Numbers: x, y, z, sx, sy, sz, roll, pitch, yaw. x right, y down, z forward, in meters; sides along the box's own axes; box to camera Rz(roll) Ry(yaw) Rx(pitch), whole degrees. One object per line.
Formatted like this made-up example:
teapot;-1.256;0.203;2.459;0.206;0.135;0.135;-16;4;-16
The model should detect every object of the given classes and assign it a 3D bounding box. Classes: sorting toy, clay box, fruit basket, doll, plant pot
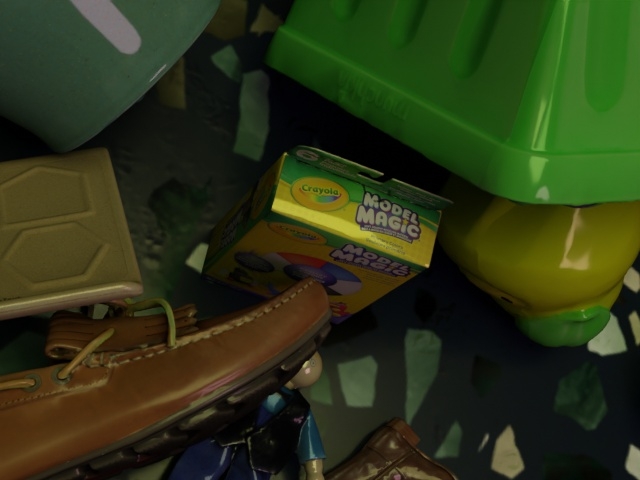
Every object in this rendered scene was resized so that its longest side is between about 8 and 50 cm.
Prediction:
sorting toy;-0.235;0.003;1.009;0.193;0.038;0.208;-10;34;-11
clay box;0.000;0.000;1.071;0.127;0.222;0.053;19;69;-13
fruit basket;0.148;-0.078;1.115;0.283;0.392;0.392;-4;76;-31
doll;-0.053;0.160;1.100;0.129;0.046;0.189;31;61;2
plant pot;-0.220;-0.214;1.043;0.255;0.271;0.271;46;64;-18

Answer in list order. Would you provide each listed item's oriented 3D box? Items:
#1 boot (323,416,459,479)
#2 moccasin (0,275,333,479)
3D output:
boot;0.053;0.213;1.129;0.114;0.037;0.106;-37;76;-29
moccasin;-0.172;0.103;1.024;0.380;0.139;0.147;-22;77;-8
